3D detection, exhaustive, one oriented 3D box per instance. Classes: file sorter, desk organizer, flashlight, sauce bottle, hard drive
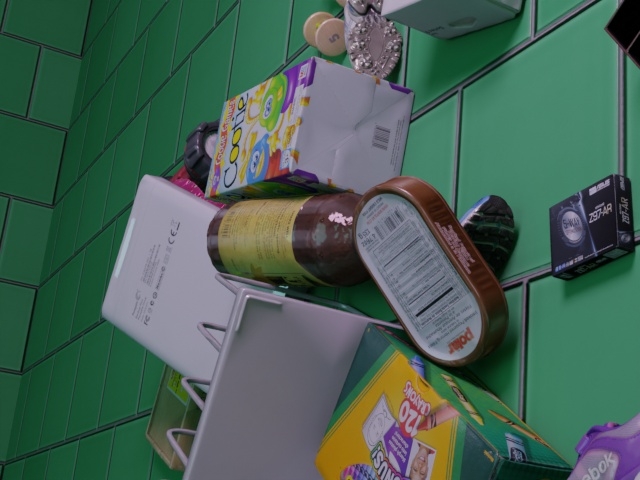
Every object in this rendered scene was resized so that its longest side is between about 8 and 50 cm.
[{"bbox_3d":[-0.057,0.190,1.182,0.173,0.193,0.278,-153,79,-68],"label":"file sorter"},{"bbox_3d":[0.276,-0.146,0.824,0.047,0.050,0.130,-61,28,29],"label":"desk organizer"},{"bbox_3d":[-0.226,-0.103,1.814,0.304,0.103,0.103,-35,49,53],"label":"flashlight"},{"bbox_3d":[0.000,0.000,1.214,0.344,0.111,0.111,-1,76,53],"label":"sauce bottle"},{"bbox_3d":[-0.168,0.070,1.494,0.353,0.047,0.233,27,102,42],"label":"hard drive"}]

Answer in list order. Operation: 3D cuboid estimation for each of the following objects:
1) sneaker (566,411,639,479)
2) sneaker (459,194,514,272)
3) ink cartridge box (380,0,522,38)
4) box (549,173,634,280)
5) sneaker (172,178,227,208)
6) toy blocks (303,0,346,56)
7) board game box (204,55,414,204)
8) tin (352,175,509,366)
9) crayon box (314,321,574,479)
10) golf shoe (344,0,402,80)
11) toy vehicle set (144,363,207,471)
[{"bbox_3d":[0.203,0.189,0.756,0.236,0.095,0.104,-48,29,37],"label":"sneaker"},{"bbox_3d":[0.128,0.016,1.036,0.162,0.063,0.073,-60,25,30],"label":"sneaker"},{"bbox_3d":[0.156,-0.339,1.141,0.154,0.093,0.212,-1,77,64],"label":"ink cartridge box"},{"bbox_3d":[0.227,-0.010,0.891,0.083,0.018,0.067,-34,47,56],"label":"box"},{"bbox_3d":[-0.160,-0.002,1.632,0.103,0.111,0.252,-40,43,-10],"label":"sneaker"},{"bbox_3d":[0.008,-0.335,1.498,0.123,0.054,0.148,-67,26,16],"label":"toy blocks"},{"bbox_3d":[-0.022,-0.115,1.333,0.275,0.142,0.144,-10,67,63],"label":"board game box"},{"bbox_3d":[0.098,0.030,0.984,0.190,0.040,0.106,57,139,12],"label":"tin"},{"bbox_3d":[0.099,0.206,0.966,0.278,0.081,0.165,43,115,63],"label":"crayon box"},{"bbox_3d":[0.062,-0.250,1.351,0.086,0.069,0.176,103,169,-52],"label":"golf shoe"},{"bbox_3d":[-0.207,0.211,1.670,0.166,0.035,0.267,21,96,66],"label":"toy vehicle set"}]
